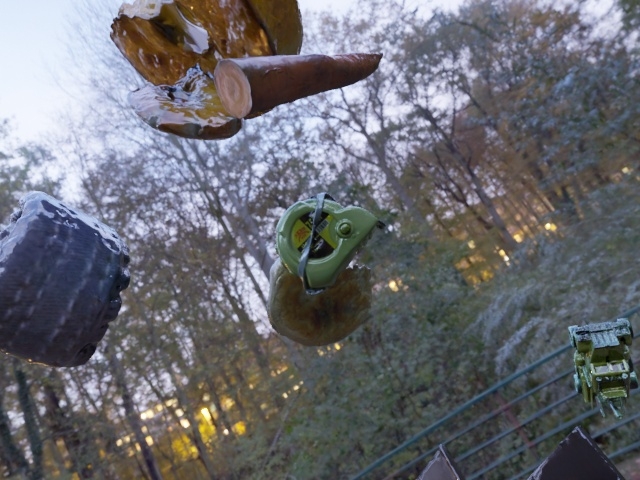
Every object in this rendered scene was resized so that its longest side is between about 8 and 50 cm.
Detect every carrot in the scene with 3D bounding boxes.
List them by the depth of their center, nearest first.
[{"bbox_3d":[-0.006,-0.178,0.571,0.224,0.057,0.057,-24,-14,-38],"label":"carrot"}]

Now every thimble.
[{"bbox_3d":[-0.380,0.058,0.747,0.172,0.236,0.205,33,-79,-33],"label":"thimble"}]

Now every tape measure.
[{"bbox_3d":[0.000,0.000,1.041,0.200,0.175,0.106,-53,-10,-3],"label":"tape measure"}]

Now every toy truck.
[{"bbox_3d":[0.620,0.285,1.135,0.128,0.260,0.135,-12,35,17],"label":"toy truck"}]

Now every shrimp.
[{"bbox_3d":[-0.211,-0.222,0.816,0.164,0.317,0.062,6,-61,-21],"label":"shrimp"}]

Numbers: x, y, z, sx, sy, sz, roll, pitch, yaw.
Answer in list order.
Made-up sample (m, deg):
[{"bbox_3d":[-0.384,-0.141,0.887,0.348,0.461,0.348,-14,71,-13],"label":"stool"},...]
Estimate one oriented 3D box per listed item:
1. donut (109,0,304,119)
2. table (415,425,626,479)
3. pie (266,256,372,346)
[{"bbox_3d":[-0.204,-0.413,0.996,0.163,0.377,0.435,-56,18,-25],"label":"donut"},{"bbox_3d":[0.247,0.386,0.571,0.250,0.282,0.196,4,-55,-28],"label":"table"},{"bbox_3d":[0.006,0.128,1.347,0.337,0.338,0.075,-22,20,-33],"label":"pie"}]
